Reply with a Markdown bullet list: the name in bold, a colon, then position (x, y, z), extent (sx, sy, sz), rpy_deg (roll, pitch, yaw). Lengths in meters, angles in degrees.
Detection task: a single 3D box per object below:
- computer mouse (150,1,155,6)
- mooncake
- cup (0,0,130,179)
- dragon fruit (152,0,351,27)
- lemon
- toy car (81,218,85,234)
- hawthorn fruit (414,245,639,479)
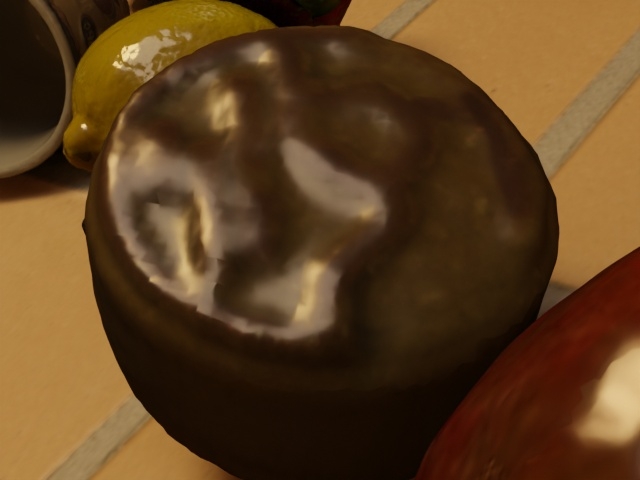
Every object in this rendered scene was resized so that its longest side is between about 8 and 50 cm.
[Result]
- **computer mouse**: position (-0.126, -0.292, 1.276), extent (0.172, 0.057, 0.099), rpy_deg (-27, 32, -30)
- **mooncake**: position (0.000, 0.000, 0.655), extent (0.284, 0.155, 0.284), rpy_deg (2, 54, -3)
- **cup**: position (-0.273, -0.202, 1.117), extent (0.301, 0.227, 0.257), rpy_deg (23, 31, 5)
- **dragon fruit**: position (-0.077, -0.262, 1.033), extent (0.130, 0.295, 0.268), rpy_deg (-64, 20, -14)
- **lemon**: position (-0.110, -0.121, 0.931), extent (0.248, 0.184, 0.184), rpy_deg (-22, 35, -17)
- **toy car**: position (-0.094, 0.018, 0.818), extent (0.108, 0.089, 0.210), rpy_deg (-38, 41, -24)
- **hawthorn fruit**: position (0.158, 0.144, 0.360), extent (0.308, 0.308, 0.325), rpy_deg (15, 38, 39)
